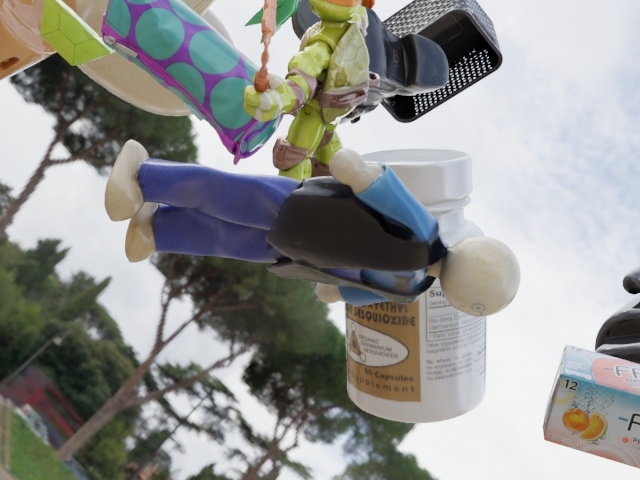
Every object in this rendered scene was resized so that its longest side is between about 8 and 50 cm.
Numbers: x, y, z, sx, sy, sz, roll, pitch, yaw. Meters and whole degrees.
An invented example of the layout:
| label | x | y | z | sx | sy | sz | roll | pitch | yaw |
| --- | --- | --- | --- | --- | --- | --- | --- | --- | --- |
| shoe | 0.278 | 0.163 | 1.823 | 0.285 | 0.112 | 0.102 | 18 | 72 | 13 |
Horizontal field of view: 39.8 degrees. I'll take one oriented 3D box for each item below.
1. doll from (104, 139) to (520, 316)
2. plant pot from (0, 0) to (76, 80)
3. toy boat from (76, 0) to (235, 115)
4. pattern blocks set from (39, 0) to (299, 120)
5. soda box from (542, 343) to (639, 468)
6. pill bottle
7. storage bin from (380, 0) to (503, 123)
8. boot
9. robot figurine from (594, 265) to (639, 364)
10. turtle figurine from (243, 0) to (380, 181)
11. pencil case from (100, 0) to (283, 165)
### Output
| label | x | y | z | sx | sy | sz | roll | pitch | yaw |
| --- | --- | --- | --- | --- | --- | --- | --- | --- | --- |
| doll | 0.000 | 0.000 | 0.419 | 0.188 | 0.046 | 0.129 | 10 | -30 | 8 |
| plant pot | -0.466 | -0.331 | 1.171 | 0.203 | 0.291 | 0.291 | -5 | -47 | 20 |
| toy boat | -0.210 | -0.342 | 1.315 | 0.267 | 0.318 | 0.148 | 29 | 24 | -19 |
| pattern blocks set | -0.175 | -0.287 | 0.848 | 0.324 | 0.026 | 0.285 | 37 | -69 | 0 |
| soda box | 0.267 | 0.139 | 0.671 | 0.183 | 0.058 | 0.063 | 15 | -69 | 13 |
| pill bottle | 0.086 | 0.036 | 0.806 | 0.131 | 0.131 | 0.229 | 13 | -70 | 47 |
| storage bin | 0.152 | -0.266 | 1.252 | 0.180 | 0.084 | 0.122 | -30 | -51 | 26 |
| boot | 0.011 | -0.210 | 1.139 | 0.263 | 0.091 | 0.229 | 15 | -19 | -39 |
| robot figurine | 0.535 | 0.159 | 1.369 | 0.173 | 0.278 | 0.209 | 32 | -52 | 33 |
| turtle figurine | 0.005 | -0.130 | 0.714 | 0.087 | 0.269 | 0.217 | 17 | -52 | 5 |
| pencil case | -0.096 | -0.130 | 0.669 | 0.151 | 0.070 | 0.064 | 40 | -32 | 3 |
